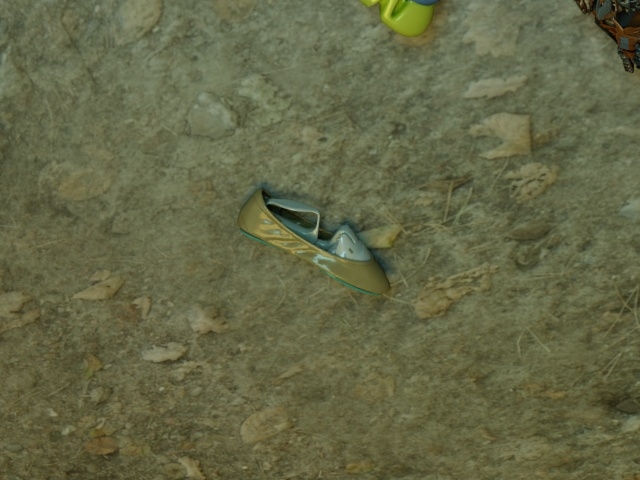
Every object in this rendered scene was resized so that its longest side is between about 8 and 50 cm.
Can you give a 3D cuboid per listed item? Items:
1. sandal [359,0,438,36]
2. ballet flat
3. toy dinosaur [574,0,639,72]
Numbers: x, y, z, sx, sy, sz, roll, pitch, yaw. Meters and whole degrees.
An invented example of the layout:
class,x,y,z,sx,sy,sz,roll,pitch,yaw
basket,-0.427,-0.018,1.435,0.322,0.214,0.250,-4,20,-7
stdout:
class,x,y,z,sx,sy,sz,roll,pitch,yaw
sandal,0.028,-0.364,1.114,0.317,0.126,0.138,33,124,-19
ballet flat,0.000,0.000,1.423,0.232,0.080,0.073,24,114,-4
toy dinosaur,0.413,-0.200,1.106,0.322,0.218,0.164,12,93,-26
